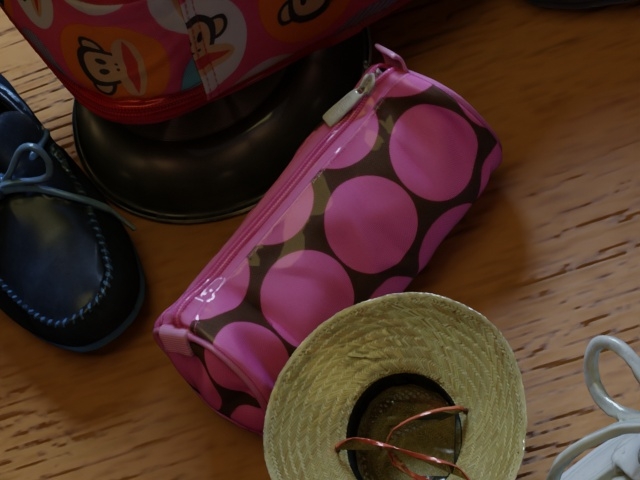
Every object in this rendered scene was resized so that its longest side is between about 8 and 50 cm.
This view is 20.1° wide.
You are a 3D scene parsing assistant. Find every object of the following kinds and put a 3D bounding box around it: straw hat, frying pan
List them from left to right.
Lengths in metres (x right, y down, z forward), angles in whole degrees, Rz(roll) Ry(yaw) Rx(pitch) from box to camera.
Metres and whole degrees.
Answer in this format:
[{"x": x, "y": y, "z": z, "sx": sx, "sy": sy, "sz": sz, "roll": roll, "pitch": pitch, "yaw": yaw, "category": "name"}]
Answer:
[{"x": -0.044, "y": -0.158, "z": 1.117, "sx": 0.197, "sy": 0.053, "sz": 0.326, "roll": 11, "pitch": 67, "yaw": 26, "category": "frying pan"}, {"x": 0.045, "y": 0.103, "z": 0.899, "sx": 0.145, "sy": 0.061, "sz": 0.144, "roll": -10, "pitch": 59, "yaw": 18, "category": "straw hat"}]

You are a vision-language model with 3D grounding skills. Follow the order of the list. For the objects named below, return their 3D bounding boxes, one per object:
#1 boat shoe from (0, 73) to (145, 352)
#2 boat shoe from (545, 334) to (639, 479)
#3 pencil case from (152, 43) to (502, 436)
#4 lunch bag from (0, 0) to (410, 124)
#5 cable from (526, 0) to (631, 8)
[{"x": -0.199, "y": -0.032, "z": 1.072, "sx": 0.109, "sy": 0.089, "sz": 0.258, "roll": -42, "pitch": 53, "yaw": -6, "category": "boat shoe"}, {"x": 0.188, "y": 0.093, "z": 0.784, "sx": 0.367, "sy": 0.156, "sz": 0.136, "roll": -34, "pitch": 52, "yaw": 0, "category": "boat shoe"}, {"x": 0.000, "y": 0.000, "z": 0.961, "sx": 0.095, "sy": 0.098, "sz": 0.209, "roll": 25, "pitch": 72, "yaw": 42, "category": "pencil case"}, {"x": -0.063, "y": -0.214, "z": 1.055, "sx": 0.293, "sy": 0.120, "sz": 0.258, "roll": -29, "pitch": 48, "yaw": -16, "category": "lunch bag"}, {"x": 0.238, "y": -0.150, "z": 1.000, "sx": 0.287, "sy": 0.072, "sz": 0.139, "roll": -11, "pitch": 69, "yaw": 32, "category": "cable"}]
